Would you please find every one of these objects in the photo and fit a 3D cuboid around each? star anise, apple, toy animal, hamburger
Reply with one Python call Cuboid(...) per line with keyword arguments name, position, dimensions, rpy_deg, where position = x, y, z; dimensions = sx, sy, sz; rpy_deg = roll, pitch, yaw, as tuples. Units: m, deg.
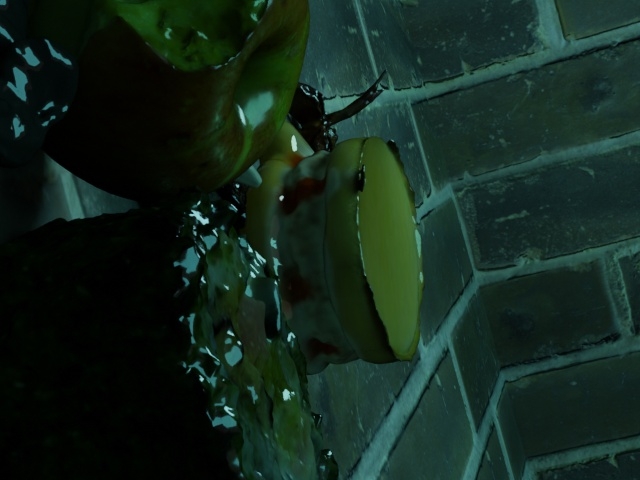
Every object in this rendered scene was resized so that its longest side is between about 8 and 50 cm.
Cuboid(name="star anise", position=(0.029, -0.167, 1.928), dimensions=(0.158, 0.144, 0.140), rpy_deg=(-14, 98, -77))
Cuboid(name="apple", position=(-0.135, -0.155, 1.028), dimensions=(0.246, 0.226, 0.246), rpy_deg=(-56, 160, -32))
Cuboid(name="toy animal", position=(-0.233, -0.142, 0.886), dimensions=(0.146, 0.114, 0.245), rpy_deg=(60, 21, -47))
Cuboid(name="hamburger", position=(0.000, 0.000, 1.524), dimensions=(0.261, 0.186, 0.303), rpy_deg=(30, 57, -70))

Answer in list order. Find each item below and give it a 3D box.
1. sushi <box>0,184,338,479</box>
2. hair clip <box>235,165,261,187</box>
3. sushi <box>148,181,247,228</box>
Cuboid(name="sushi", position=(-0.102, 0.135, 0.992), dimensions=(0.294, 0.178, 0.352), rpy_deg=(-72, 146, -69))
Cuboid(name="hair clip", position=(-0.160, -0.177, 1.228), dimensions=(0.282, 0.113, 0.172), rpy_deg=(64, 9, -45))
Cuboid(name="sushi", position=(-0.116, -0.037, 1.302), dimensions=(0.084, 0.094, 0.098), rpy_deg=(-91, 156, -53))
